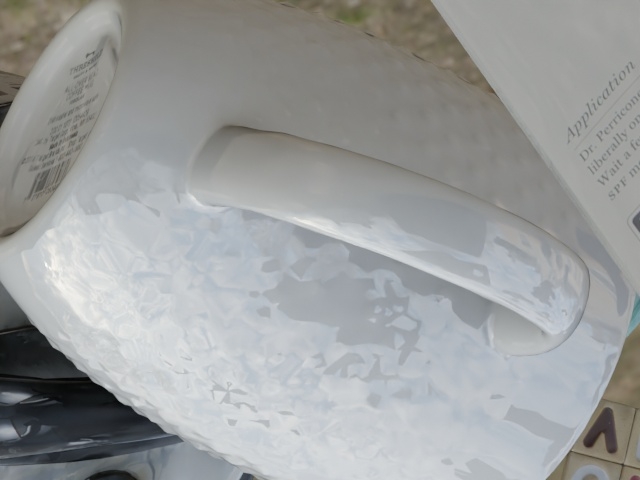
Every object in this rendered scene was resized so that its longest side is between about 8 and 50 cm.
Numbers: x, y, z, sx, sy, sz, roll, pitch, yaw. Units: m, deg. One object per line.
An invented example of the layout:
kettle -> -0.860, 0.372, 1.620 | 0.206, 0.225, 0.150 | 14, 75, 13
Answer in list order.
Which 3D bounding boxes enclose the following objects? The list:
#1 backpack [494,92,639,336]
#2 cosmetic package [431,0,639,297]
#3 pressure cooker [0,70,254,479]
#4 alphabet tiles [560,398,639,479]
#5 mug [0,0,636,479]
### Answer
backpack -> 0.159, 0.001, 1.461 | 0.191, 0.225, 0.253 | 26, 110, -18
cosmetic package -> 0.180, -0.068, 0.705 | 0.224, 0.224, 0.138 | 16, 124, -42
pressure cooker -> -0.226, 0.077, 1.401 | 0.370, 0.375, 0.420 | -48, -146, -18
alphabet tiles -> 0.271, 0.189, 1.259 | 0.237, 0.198, 0.009 | 15, 174, -14
mug -> 0.000, 0.000, 1.072 | 0.328, 0.276, 0.374 | 27, 169, -26
